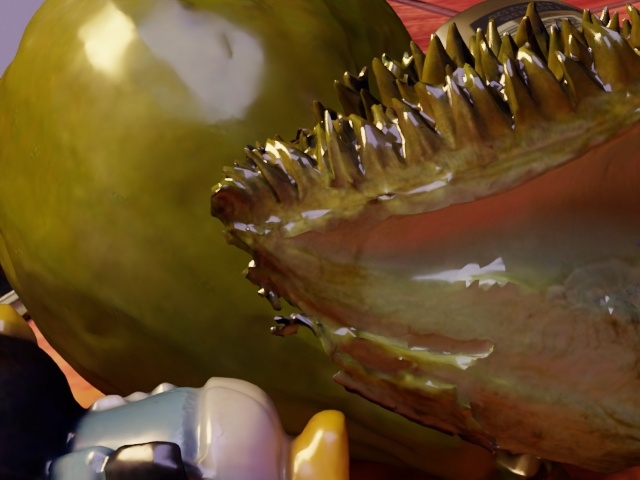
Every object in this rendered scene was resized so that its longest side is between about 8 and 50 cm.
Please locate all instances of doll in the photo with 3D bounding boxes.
[{"bbox_3d":[-0.147,0.088,0.647,0.314,0.141,0.177,2,-18,-4],"label":"doll"}]

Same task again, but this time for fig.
[{"bbox_3d":[-0.020,-0.023,0.786,0.233,0.233,0.314,-17,18,-26],"label":"fig"}]

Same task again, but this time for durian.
[{"bbox_3d":[0.136,0.000,0.708,0.394,0.198,0.163,3,-6,-27],"label":"durian"}]

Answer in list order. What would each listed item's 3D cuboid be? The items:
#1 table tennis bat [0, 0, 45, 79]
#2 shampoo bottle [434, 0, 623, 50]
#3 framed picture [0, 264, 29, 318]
[{"bbox_3d":[-0.148,-0.168,1.037,0.246,0.022,0.138,-27,68,-18],"label":"table tennis bat"},{"bbox_3d":[0.178,-0.069,1.046,0.125,0.084,0.350,-15,23,-16],"label":"shampoo bottle"},{"bbox_3d":[-0.205,-0.010,1.093,0.216,0.016,0.273,5,24,27],"label":"framed picture"}]
